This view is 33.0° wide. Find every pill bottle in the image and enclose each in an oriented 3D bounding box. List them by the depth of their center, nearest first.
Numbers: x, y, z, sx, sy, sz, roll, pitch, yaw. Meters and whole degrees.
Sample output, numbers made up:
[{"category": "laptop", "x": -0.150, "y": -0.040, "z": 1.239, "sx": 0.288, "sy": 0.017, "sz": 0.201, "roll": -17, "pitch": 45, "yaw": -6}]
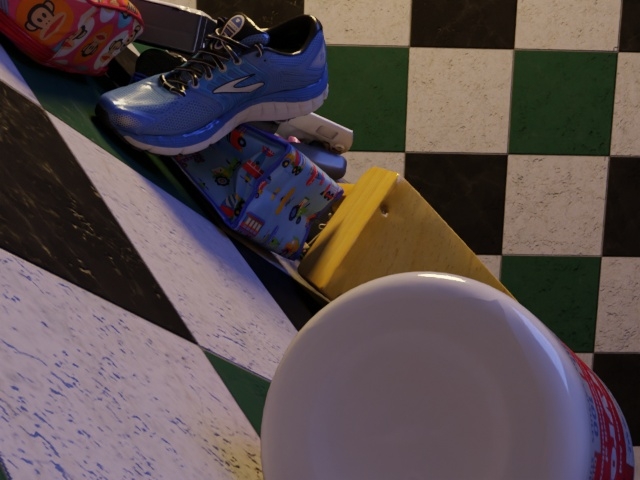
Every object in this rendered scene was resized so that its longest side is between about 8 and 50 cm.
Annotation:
[{"category": "pill bottle", "x": 0.132, "y": 0.176, "z": 0.885, "sx": 0.229, "sy": 0.229, "sz": 0.408, "roll": 50, "pitch": 7, "yaw": 26}]

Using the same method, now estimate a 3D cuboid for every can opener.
[{"category": "can opener", "x": -0.079, "y": -0.175, "z": 1.626, "sx": 0.283, "sy": 0.076, "sz": 0.095, "roll": 21, "pitch": 52, "yaw": -21}]

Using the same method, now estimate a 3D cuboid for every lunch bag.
[{"category": "lunch bag", "x": -0.356, "y": -0.328, "z": 1.309, "sx": 0.258, "sy": 0.120, "sz": 0.293, "roll": 46, "pitch": 7, "yaw": 3}, {"category": "lunch bag", "x": -0.145, "y": -0.121, "z": 1.530, "sx": 0.293, "sy": 0.138, "sz": 0.221, "roll": 36, "pitch": 1, "yaw": 24}]

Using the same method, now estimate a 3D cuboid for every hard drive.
[{"category": "hard drive", "x": -0.270, "y": -0.328, "z": 1.624, "sx": 0.237, "sy": 0.064, "sz": 0.339, "roll": 13, "pitch": 8, "yaw": 2}]

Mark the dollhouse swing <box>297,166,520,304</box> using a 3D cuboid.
[{"category": "dollhouse swing", "x": 0.102, "y": 0.096, "z": 1.684, "sx": 0.347, "sy": 0.315, "sz": 0.305, "roll": 45, "pitch": -28, "yaw": -21}]

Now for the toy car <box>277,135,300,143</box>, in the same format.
[{"category": "toy car", "x": -0.074, "y": -0.109, "z": 1.729, "sx": 0.182, "sy": 0.136, "sz": 0.159, "roll": 41, "pitch": 9, "yaw": -42}]

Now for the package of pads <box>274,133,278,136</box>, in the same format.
[{"category": "package of pads", "x": -0.142, "y": -0.254, "z": 2.074, "sx": 0.229, "sy": 0.101, "sz": 0.296, "roll": 47, "pitch": -9, "yaw": -7}]

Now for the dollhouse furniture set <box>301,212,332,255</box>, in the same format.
[{"category": "dollhouse furniture set", "x": 0.000, "y": 0.000, "z": 1.791, "sx": 0.091, "sy": 0.081, "sz": 0.114, "roll": 47, "pitch": 6, "yaw": 3}]

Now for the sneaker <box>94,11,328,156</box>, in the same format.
[{"category": "sneaker", "x": -0.132, "y": -0.213, "z": 1.349, "sx": 0.130, "sy": 0.330, "sz": 0.147, "roll": 42, "pitch": -38, "yaw": 34}]

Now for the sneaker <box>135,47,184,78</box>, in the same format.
[{"category": "sneaker", "x": -0.239, "y": -0.247, "z": 1.768, "sx": 0.130, "sy": 0.087, "sz": 0.227, "roll": 41, "pitch": 4, "yaw": 42}]

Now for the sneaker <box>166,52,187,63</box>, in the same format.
[{"category": "sneaker", "x": -0.209, "y": -0.231, "z": 1.915, "sx": 0.234, "sy": 0.078, "sz": 0.106, "roll": 49, "pitch": 0, "yaw": 9}]

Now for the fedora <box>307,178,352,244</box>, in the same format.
[{"category": "fedora", "x": 0.021, "y": -0.052, "z": 2.059, "sx": 0.275, "sy": 0.124, "sz": 0.243, "roll": 33, "pitch": 10, "yaw": -29}]
